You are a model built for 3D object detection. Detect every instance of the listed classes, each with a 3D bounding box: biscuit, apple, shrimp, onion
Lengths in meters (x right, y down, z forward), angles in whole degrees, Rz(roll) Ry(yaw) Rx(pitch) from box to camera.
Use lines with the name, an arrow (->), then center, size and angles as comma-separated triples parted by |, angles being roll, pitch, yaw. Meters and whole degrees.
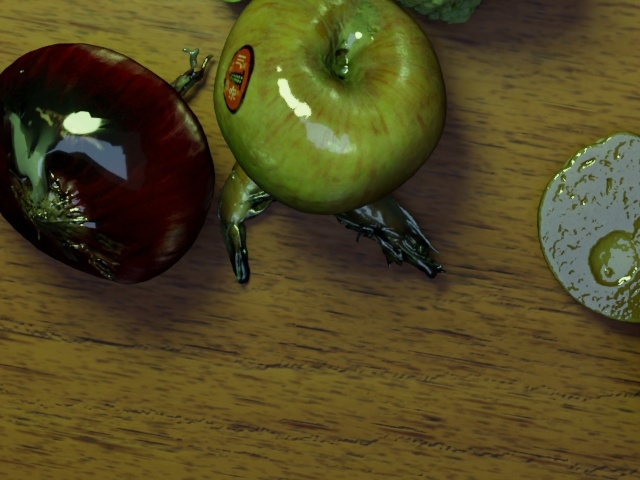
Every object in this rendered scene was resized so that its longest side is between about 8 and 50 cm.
biscuit -> 0.335, -0.011, 1.571 | 0.181, 0.049, 0.208 | -31, 96, 8
apple -> 0.008, -0.149, 1.474 | 0.260, 0.194, 0.261 | 5, 67, -13
shrimp -> 0.000, 0.000, 1.602 | 0.262, 0.051, 0.198 | 39, 107, 0
onion -> -0.228, -0.099, 1.534 | 0.273, 0.285, 0.273 | 19, 136, 19

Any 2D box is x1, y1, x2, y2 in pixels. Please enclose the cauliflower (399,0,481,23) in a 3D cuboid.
cauliflower -> 0.111, -0.375, 1.434 | 0.260, 0.281, 0.327 | 1, 132, 7

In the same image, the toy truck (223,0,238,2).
toy truck -> -0.050, -0.317, 1.526 | 0.169, 0.077, 0.100 | -26, 128, -1
